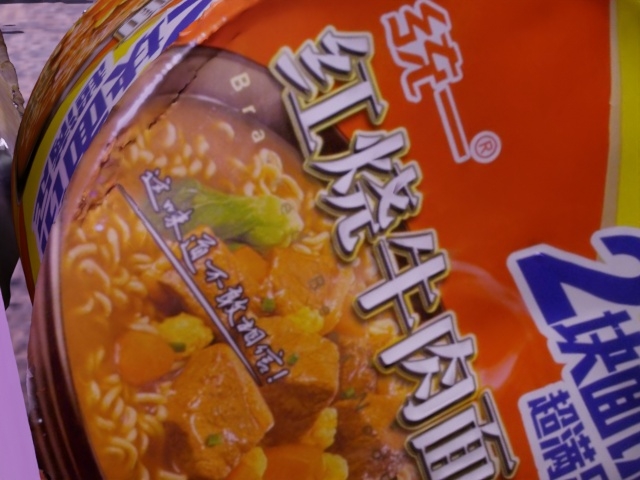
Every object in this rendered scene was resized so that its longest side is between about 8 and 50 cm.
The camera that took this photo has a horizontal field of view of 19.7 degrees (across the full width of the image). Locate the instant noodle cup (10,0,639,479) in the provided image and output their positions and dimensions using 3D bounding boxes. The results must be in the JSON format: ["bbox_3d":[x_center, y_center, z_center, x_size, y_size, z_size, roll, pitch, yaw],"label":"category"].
[{"bbox_3d":[0.000,0.000,0.554,0.213,0.213,0.174,-17,21,-15],"label":"instant noodle cup"}]

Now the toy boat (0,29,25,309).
[{"bbox_3d":[-0.222,-0.082,0.716,0.162,0.136,0.445,-37,44,7],"label":"toy boat"}]

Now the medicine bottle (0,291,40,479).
[{"bbox_3d":[-0.147,0.084,0.413,0.178,0.291,0.178,-1,42,1],"label":"medicine bottle"}]
